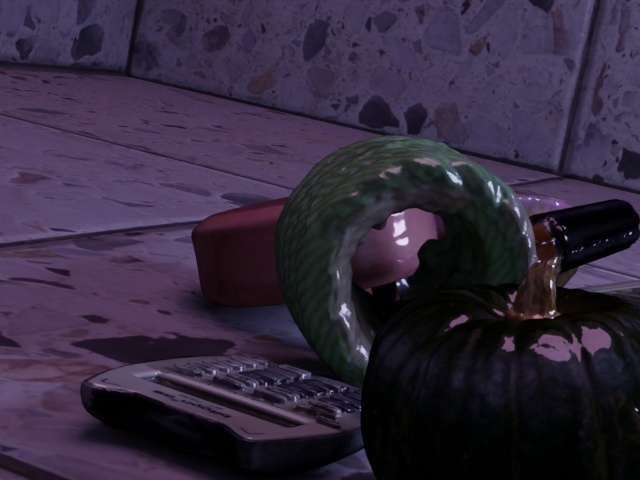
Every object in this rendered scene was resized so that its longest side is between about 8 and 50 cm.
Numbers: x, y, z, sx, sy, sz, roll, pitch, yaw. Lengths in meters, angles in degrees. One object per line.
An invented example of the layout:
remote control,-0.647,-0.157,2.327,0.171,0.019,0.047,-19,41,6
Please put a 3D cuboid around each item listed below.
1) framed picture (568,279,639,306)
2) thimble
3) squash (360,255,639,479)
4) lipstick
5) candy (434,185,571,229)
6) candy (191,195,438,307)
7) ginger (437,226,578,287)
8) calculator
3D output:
framed picture,0.449,0.086,1.694,0.240,0.020,0.324,11,8,36
thimble,0.070,0.022,1.144,0.219,0.219,0.150,8,11,-16
squash,0.130,0.107,0.841,0.218,0.172,0.218,-12,29,7
lipstick,0.222,0.016,1.562,0.418,0.077,0.077,-13,23,-39
candy,0.214,-0.030,1.887,0.156,0.115,0.265,2,11,-28
candy,0.000,0.000,1.336,0.255,0.094,0.255,-11,4,1
ginger,0.228,0.014,1.703,0.204,0.104,0.080,6,-22,-8
calculator,-0.046,0.117,0.977,0.177,0.040,0.268,16,10,25
